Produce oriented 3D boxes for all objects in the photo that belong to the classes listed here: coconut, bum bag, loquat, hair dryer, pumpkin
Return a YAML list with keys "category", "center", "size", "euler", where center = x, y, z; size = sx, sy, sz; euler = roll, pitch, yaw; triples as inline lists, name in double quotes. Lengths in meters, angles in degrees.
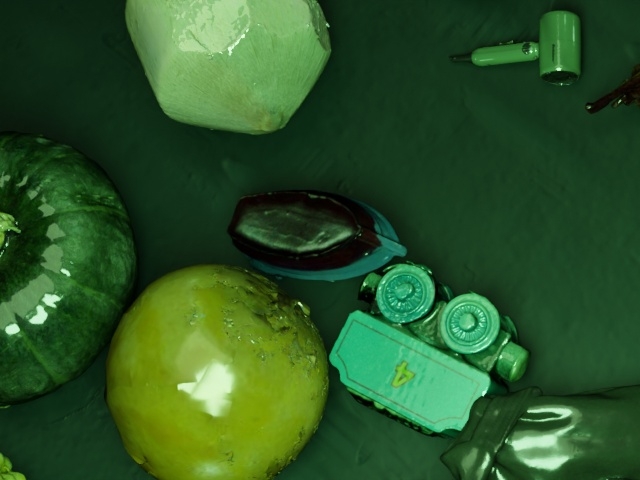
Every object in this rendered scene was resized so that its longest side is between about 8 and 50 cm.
- category: "coconut"
  center: [-0.095, -0.219, 2.001]
  size: [0.224, 0.224, 0.234]
  euler: [-28, 54, 5]
- category: "bum bag"
  center: [0.278, 0.200, 1.801]
  size: [0.326, 0.080, 0.142]
  euler: [-1, 78, -4]
- category: "loquat"
  center: [-0.103, 0.139, 1.867]
  size: [0.235, 0.235, 0.235]
  euler: [-5, 70, 14]
- category: "hair dryer"
  center: [0.209, -0.204, 2.002]
  size: [0.150, 0.047, 0.071]
  euler: [-4, 71, 21]
- category: "pumpkin"
  center: [-0.344, 0.028, 1.985]
  size: [0.300, 0.207, 0.300]
  euler: [-2, 76, 7]

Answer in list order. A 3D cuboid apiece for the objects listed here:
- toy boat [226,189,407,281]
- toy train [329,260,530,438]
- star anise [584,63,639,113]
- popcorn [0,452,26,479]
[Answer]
- category: "toy boat"
  center: [0.000, 0.000, 1.950]
  size: [0.223, 0.097, 0.100]
  euler: [8, 76, 43]
- category: "toy train"
  center: [0.110, 0.115, 1.884]
  size: [0.198, 0.107, 0.154]
  euler: [26, 87, 22]
- category: "star anise"
  center: [0.410, -0.144, 1.879]
  size: [0.220, 0.126, 0.190]
  euler: [-38, 69, -3]
- category: "popcorn"
  center: [-0.399, 0.314, 1.920]
  size: [0.189, 0.169, 0.218]
  euler: [19, 71, 19]
